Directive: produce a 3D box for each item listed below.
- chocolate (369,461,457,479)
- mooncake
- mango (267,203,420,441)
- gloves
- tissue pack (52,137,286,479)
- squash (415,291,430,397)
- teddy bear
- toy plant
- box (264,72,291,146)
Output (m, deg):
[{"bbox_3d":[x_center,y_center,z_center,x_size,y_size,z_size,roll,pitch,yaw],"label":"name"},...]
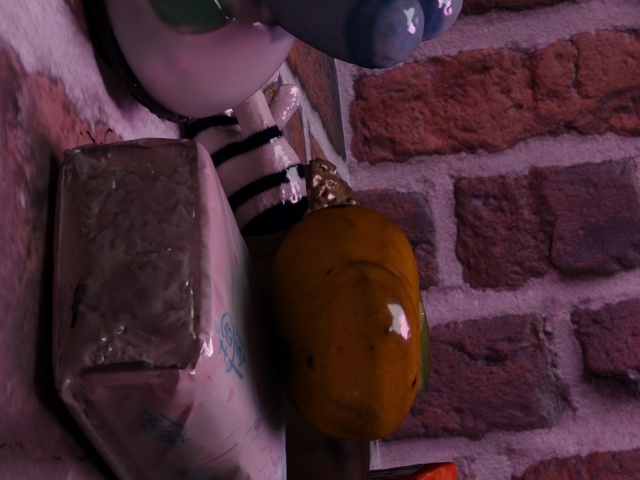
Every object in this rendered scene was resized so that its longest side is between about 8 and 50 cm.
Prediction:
[{"bbox_3d":[0.037,0.366,1.425,0.108,0.237,0.235,24,58,-64],"label":"chocolate"},{"bbox_3d":[-0.038,0.128,1.316,0.290,0.161,0.291,-6,90,-83],"label":"mooncake"},{"bbox_3d":[0.018,0.064,1.032,0.295,0.120,0.177,-64,151,-81],"label":"mango"},{"bbox_3d":[-0.088,-0.116,1.399,0.219,0.131,0.140,59,18,11],"label":"gloves"},{"bbox_3d":[-0.105,0.076,0.978,0.271,0.124,0.202,71,10,-57],"label":"tissue pack"},{"bbox_3d":[0.072,0.097,1.289,0.239,0.069,0.069,75,10,-60],"label":"squash"},{"bbox_3d":[0.000,0.000,1.820,0.256,0.156,0.267,42,43,-77],"label":"teddy bear"},{"bbox_3d":[-0.004,-0.240,1.088,0.247,0.332,0.247,36,49,-57],"label":"toy plant"},{"bbox_3d":[-0.083,-0.135,1.603,0.243,0.067,0.155,-86,169,-57],"label":"box"}]
